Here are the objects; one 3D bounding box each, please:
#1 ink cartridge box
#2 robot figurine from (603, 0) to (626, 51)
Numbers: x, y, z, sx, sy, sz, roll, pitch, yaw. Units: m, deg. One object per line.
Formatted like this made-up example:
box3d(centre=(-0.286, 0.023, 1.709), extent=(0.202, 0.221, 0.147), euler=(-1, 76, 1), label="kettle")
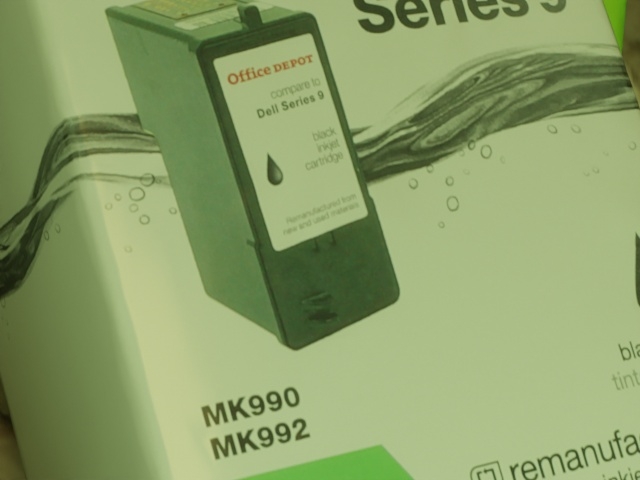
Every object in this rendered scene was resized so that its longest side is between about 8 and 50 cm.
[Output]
box3d(centre=(0.000, 0.000, 0.634), extent=(0.211, 0.121, 0.289), euler=(-11, 77, -28), label="ink cartridge box")
box3d(centre=(0.092, -0.104, 0.768), extent=(0.101, 0.067, 0.115), euler=(7, 70, 5), label="robot figurine")
